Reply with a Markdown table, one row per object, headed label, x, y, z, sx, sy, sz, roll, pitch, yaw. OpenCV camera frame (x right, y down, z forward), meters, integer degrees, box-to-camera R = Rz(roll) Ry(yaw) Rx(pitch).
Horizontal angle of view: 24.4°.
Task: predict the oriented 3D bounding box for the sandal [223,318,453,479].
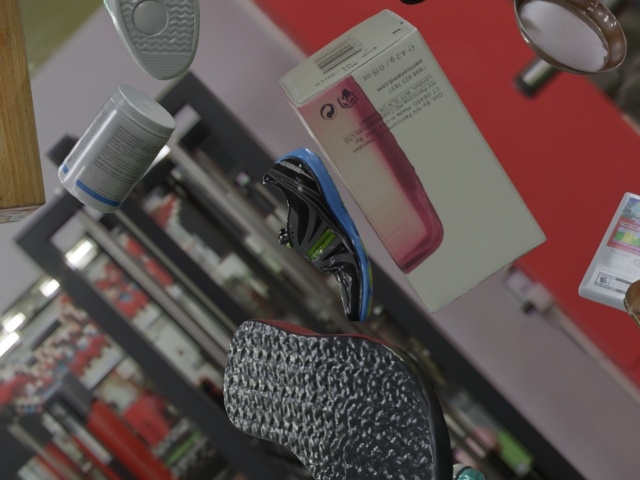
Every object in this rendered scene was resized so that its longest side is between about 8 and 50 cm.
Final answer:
| label | x | y | z | sx | sy | sz | roll | pitch | yaw |
| --- | --- | --- | --- | --- | --- | --- | --- | --- | --- |
| sandal | 0.034 | 0.168 | 1.511 | 0.446 | 0.107 | 0.167 | 23 | 103 | 62 |

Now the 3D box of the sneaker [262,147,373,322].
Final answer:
| label | x | y | z | sx | sy | sz | roll | pitch | yaw |
| --- | --- | --- | --- | --- | --- | --- | --- | --- | --- |
| sneaker | 0.000 | 0.000 | 1.507 | 0.078 | 0.188 | 0.067 | -26 | -1 | 2 |

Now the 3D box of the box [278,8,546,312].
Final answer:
| label | x | y | z | sx | sy | sz | roll | pitch | yaw |
| --- | --- | --- | --- | --- | --- | --- | --- | --- | --- |
| box | 0.080 | -0.075 | 1.344 | 0.127 | 0.232 | 0.148 | -33 | 17 | 1 |

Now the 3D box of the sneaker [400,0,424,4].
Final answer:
| label | x | y | z | sx | sy | sz | roll | pitch | yaw |
| --- | --- | --- | --- | --- | --- | --- | --- | --- | --- |
| sneaker | 0.033 | -0.223 | 0.926 | 0.106 | 0.162 | 0.281 | -26 | 4 | 18 |

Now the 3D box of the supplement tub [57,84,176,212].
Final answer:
| label | x | y | z | sx | sy | sz | roll | pitch | yaw |
| --- | --- | --- | --- | --- | --- | --- | --- | --- | --- |
| supplement tub | -0.194 | -0.086 | 1.406 | 0.107 | 0.071 | 0.071 | -51 | -1 | 15 |

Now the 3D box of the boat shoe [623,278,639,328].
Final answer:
| label | x | y | z | sx | sy | sz | roll | pitch | yaw |
| --- | --- | --- | --- | --- | --- | --- | --- | --- | --- |
| boat shoe | 0.336 | 0.156 | 1.271 | 0.104 | 0.307 | 0.111 | -34 | 21 | 17 |

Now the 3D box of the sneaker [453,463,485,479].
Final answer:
| label | x | y | z | sx | sy | sz | roll | pitch | yaw |
| --- | --- | --- | --- | --- | --- | --- | --- | --- | --- |
| sneaker | 0.200 | 0.367 | 1.895 | 0.275 | 0.110 | 0.107 | -61 | -27 | -76 |

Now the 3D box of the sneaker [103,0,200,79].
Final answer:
| label | x | y | z | sx | sy | sz | roll | pitch | yaw |
| --- | --- | --- | --- | --- | --- | --- | --- | --- | --- |
| sneaker | -0.206 | -0.295 | 1.596 | 0.094 | 0.256 | 0.151 | -21 | 8 | -14 |

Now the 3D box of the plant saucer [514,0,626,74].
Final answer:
| label | x | y | z | sx | sy | sz | roll | pitch | yaw |
| --- | --- | --- | --- | --- | --- | --- | --- | --- | --- |
| plant saucer | 0.325 | -0.277 | 1.952 | 0.168 | 0.168 | 0.029 | -46 | -7 | -42 |

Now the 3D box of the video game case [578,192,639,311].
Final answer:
| label | x | y | z | sx | sy | sz | roll | pitch | yaw |
| --- | --- | --- | --- | --- | --- | --- | --- | --- | --- |
| video game case | 0.449 | 0.034 | 1.856 | 0.183 | 0.201 | 0.023 | -57 | -23 | -36 |

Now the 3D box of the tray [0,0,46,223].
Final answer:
| label | x | y | z | sx | sy | sz | roll | pitch | yaw |
| --- | --- | --- | --- | --- | --- | --- | --- | --- | --- |
| tray | -0.297 | -0.221 | 1.209 | 0.076 | 0.411 | 0.203 | -8 | -1 | -17 |
